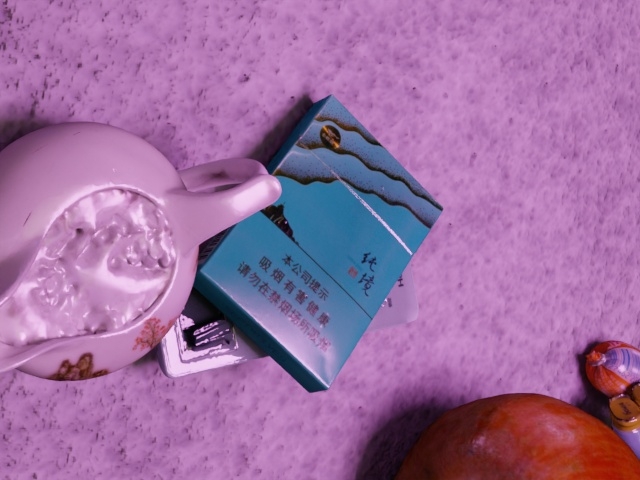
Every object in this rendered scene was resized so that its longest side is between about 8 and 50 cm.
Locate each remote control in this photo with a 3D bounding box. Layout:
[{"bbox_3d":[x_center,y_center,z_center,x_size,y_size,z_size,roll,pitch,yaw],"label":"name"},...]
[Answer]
[{"bbox_3d":[-0.030,0.050,1.176,0.293,0.051,0.103,-10,90,-37],"label":"remote control"}]

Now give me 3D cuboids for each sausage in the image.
[{"bbox_3d":[0.393,0.176,1.540,0.234,0.071,0.071,31,79,-40],"label":"sausage"}]

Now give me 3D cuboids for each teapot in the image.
[{"bbox_3d":[-0.174,0.005,0.992,0.298,0.139,0.204,-37,118,-28],"label":"teapot"}]

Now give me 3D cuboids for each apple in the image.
[{"bbox_3d":[0.212,0.308,1.284,0.301,0.301,0.301,-9,104,-38],"label":"apple"}]

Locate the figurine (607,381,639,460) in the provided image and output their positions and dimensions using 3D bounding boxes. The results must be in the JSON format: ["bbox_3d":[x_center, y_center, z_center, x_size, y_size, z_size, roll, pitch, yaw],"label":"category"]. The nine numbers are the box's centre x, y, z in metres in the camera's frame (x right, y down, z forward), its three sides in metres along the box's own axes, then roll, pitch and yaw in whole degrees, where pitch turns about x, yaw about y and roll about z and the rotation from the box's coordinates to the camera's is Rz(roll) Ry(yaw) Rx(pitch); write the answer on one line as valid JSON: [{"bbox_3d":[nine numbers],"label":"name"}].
[{"bbox_3d":[0.390,0.289,1.504,0.162,0.143,0.263,-28,121,-24],"label":"figurine"}]

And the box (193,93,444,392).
[{"bbox_3d":[0.000,0.000,1.149,0.161,0.042,0.226,45,60,-17],"label":"box"}]
